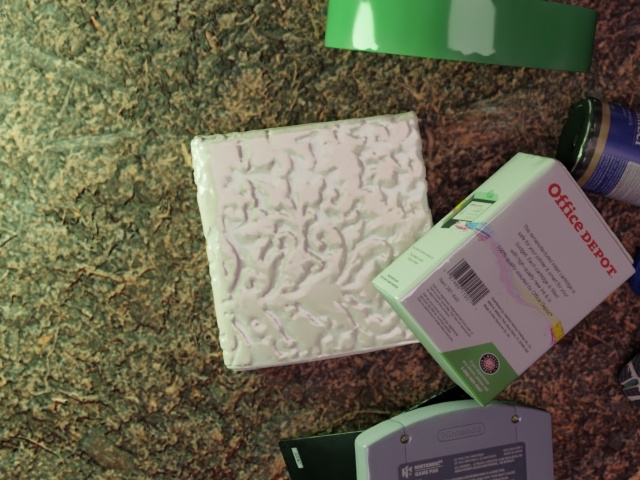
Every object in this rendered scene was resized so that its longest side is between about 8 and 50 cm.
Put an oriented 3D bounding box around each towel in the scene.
[{"bbox_3d":[0.000,0.000,1.484,0.317,0.053,0.332,-8,102,-2],"label":"towel"}]

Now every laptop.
[{"bbox_3d":[0.113,0.351,1.575,0.264,0.136,0.234,-24,102,-23],"label":"laptop"}]

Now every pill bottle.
[{"bbox_3d":[0.436,-0.105,1.444,0.219,0.123,0.123,15,100,-5],"label":"pill bottle"}]

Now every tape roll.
[{"bbox_3d":[0.168,-0.255,1.306,0.321,0.321,0.077,4,100,-3],"label":"tape roll"}]

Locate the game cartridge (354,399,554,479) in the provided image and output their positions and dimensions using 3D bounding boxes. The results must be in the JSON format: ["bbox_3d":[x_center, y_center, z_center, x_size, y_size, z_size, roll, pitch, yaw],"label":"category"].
[{"bbox_3d":[0.189,0.325,1.501,0.297,0.062,0.198,-5,91,-22],"label":"game cartridge"}]

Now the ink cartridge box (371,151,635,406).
[{"bbox_3d":[0.244,0.047,1.438,0.278,0.117,0.201,-41,107,-4],"label":"ink cartridge box"}]

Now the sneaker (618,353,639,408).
[{"bbox_3d":[0.554,0.162,1.508,0.275,0.110,0.107,-28,83,21],"label":"sneaker"}]

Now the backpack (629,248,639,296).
[{"bbox_3d":[0.496,0.048,1.487,0.120,0.101,0.098,16,93,-1],"label":"backpack"}]
